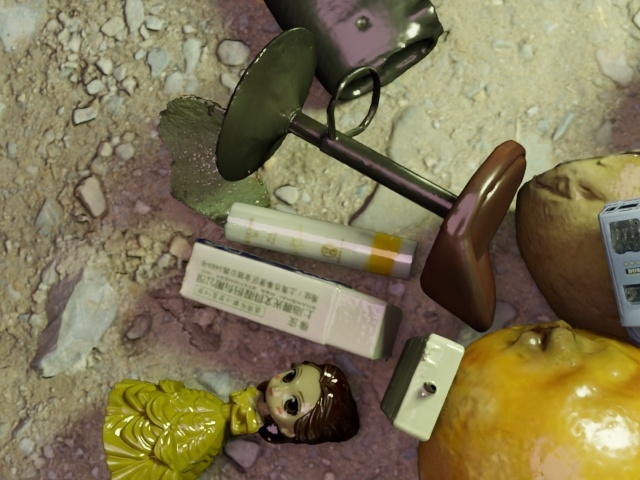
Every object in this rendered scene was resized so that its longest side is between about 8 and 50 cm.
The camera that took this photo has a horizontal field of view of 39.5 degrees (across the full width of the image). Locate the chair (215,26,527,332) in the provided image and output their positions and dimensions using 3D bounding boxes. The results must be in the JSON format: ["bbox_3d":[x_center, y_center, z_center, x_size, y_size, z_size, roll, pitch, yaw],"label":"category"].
[{"bbox_3d":[0.089,-0.078,1.118,0.401,0.226,0.227,32,91,16],"label":"chair"}]

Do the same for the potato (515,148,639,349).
[{"bbox_3d":[0.343,0.042,1.067,0.189,0.211,0.264,-5,80,7],"label":"potato"}]

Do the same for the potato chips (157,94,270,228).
[{"bbox_3d":[-0.165,-0.110,1.326,0.167,0.059,0.228,-20,80,19],"label":"potato chips"}]

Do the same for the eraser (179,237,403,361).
[{"bbox_3d":[-0.037,0.081,1.216,0.287,0.130,0.086,17,88,18],"label":"eraser"}]

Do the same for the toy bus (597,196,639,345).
[{"bbox_3d":[0.348,0.039,0.958,0.073,0.076,0.167,-11,99,34],"label":"toy bus"}]

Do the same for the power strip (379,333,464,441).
[{"bbox_3d":[0.112,0.166,1.039,0.043,0.367,0.106,23,84,4],"label":"power strip"}]

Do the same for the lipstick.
[{"bbox_3d":[0.000,0.000,1.230,0.263,0.059,0.059,13,84,7],"label":"lipstick"}]

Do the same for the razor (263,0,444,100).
[{"bbox_3d":[0.018,-0.379,1.287,0.204,0.113,0.349,-33,73,7],"label":"razor"}]

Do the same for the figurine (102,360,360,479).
[{"bbox_3d":[-0.111,0.235,1.191,0.315,0.187,0.168,-17,109,12],"label":"figurine"}]

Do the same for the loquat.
[{"bbox_3d":[0.269,0.249,0.993,0.328,0.328,0.329,-3,80,16],"label":"loquat"}]
